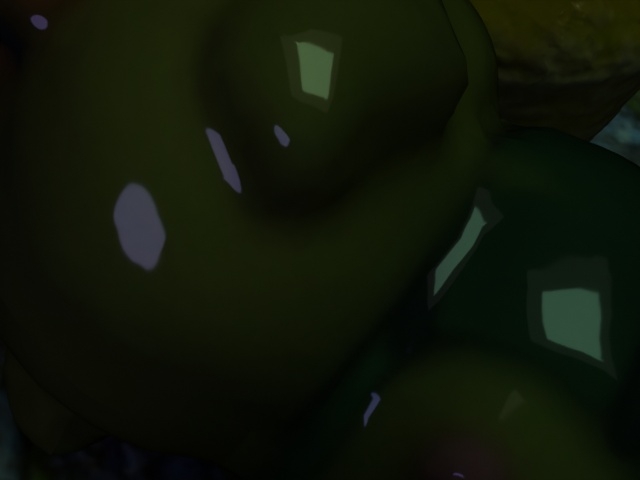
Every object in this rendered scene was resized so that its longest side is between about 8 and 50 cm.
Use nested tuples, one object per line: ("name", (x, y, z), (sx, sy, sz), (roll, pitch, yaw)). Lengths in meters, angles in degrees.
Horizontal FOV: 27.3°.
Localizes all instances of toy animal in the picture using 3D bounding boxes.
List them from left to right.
("toy animal", (0.002, -0.001, 0.437), (0.338, 0.216, 0.191), (39, 43, -2))

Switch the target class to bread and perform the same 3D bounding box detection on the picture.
("bread", (0.065, -0.127, 0.569), (0.197, 0.170, 0.197), (10, 54, -13))
